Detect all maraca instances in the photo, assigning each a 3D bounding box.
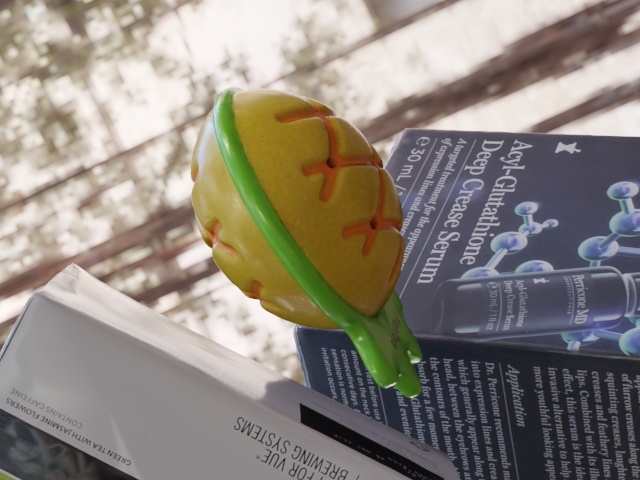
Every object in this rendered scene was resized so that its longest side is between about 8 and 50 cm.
[{"bbox_3d":[0.000,0.000,0.940,0.186,0.099,0.127,55,-162,-15],"label":"maraca"}]

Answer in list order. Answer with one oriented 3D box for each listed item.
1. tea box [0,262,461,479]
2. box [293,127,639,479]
[{"bbox_3d":[-0.113,0.237,1.260,0.329,0.323,0.220,28,-177,-3],"label":"tea box"},{"bbox_3d":[0.221,0.075,1.526,0.293,0.395,0.212,-62,-32,-47],"label":"box"}]
